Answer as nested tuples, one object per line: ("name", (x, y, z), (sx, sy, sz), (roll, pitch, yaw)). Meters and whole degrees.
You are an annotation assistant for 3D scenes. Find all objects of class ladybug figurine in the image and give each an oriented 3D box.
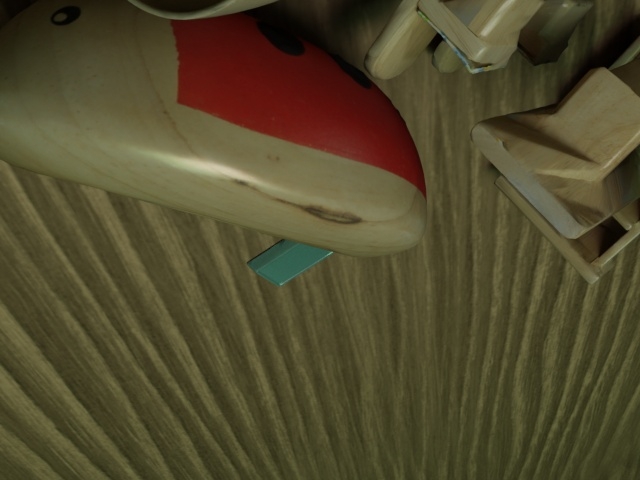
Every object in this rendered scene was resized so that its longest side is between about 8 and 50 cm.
("ladybug figurine", (-0.075, -0.096, 0.707), (0.449, 0.305, 0.162), (16, 88, -43))

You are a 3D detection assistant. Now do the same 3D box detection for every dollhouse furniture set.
("dollhouse furniture set", (0.253, -0.064, 0.797), (0.394, 0.362, 0.256), (-20, 154, -52))

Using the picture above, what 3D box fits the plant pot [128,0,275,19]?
("plant pot", (-0.020, -0.285, 0.495), (0.190, 0.284, 0.284), (-17, 150, -42))

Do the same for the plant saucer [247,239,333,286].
("plant saucer", (0.000, 0.000, 1.032), (0.192, 0.018, 0.067), (-34, 140, 18))
